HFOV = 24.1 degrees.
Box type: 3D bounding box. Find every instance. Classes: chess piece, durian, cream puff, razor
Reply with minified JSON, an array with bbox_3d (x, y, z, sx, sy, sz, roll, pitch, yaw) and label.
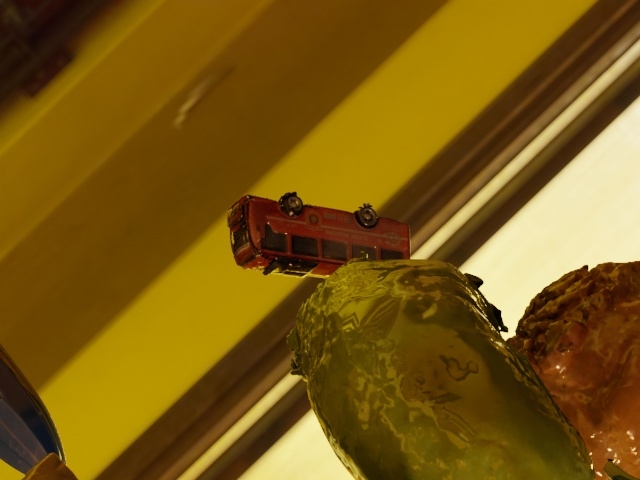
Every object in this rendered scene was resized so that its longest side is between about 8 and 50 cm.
[{"bbox_3d":[-0.376,0.350,1.943,0.090,0.090,0.200,46,31,-1],"label":"chess piece"},{"bbox_3d":[0.113,0.146,1.360,0.256,0.204,0.340,24,12,-15],"label":"durian"},{"bbox_3d":[0.329,0.148,1.672,0.231,0.343,0.327,30,-18,28],"label":"cream puff"},{"bbox_3d":[0.342,0.238,1.410,0.191,0.037,0.068,3,-36,49],"label":"razor"}]

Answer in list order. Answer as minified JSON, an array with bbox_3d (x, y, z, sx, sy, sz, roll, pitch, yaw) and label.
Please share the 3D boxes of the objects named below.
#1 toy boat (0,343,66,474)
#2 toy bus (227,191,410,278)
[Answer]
[{"bbox_3d":[-0.491,0.265,2.334,0.295,0.129,0.088,51,27,5],"label":"toy boat"},{"bbox_3d":[0.000,0.000,1.862,0.235,0.096,0.073,7,-24,-25],"label":"toy bus"}]
